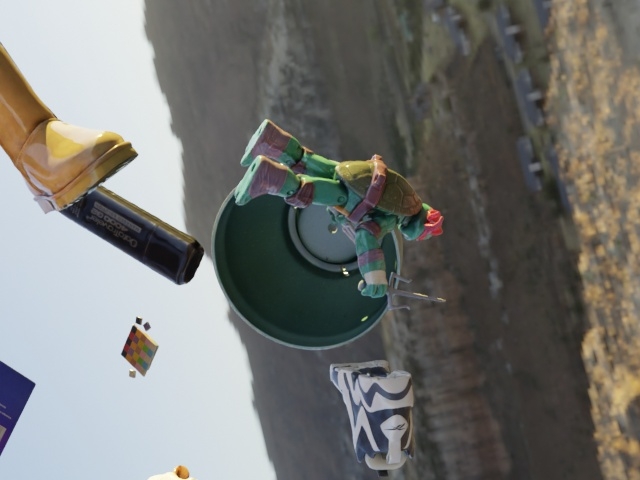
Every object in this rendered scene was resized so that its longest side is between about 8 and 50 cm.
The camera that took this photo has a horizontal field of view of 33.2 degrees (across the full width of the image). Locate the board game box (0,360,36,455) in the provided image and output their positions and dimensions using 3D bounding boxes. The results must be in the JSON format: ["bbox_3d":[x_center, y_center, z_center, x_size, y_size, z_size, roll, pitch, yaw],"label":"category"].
[{"bbox_3d":[-0.454,0.081,0.921,0.347,0.233,0.078,41,-127,-30],"label":"board game box"}]

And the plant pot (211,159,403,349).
[{"bbox_3d":[0.000,0.000,1.680,0.196,0.293,0.293,-47,-54,-67],"label":"plant pot"}]

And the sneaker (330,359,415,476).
[{"bbox_3d":[0.074,0.256,1.539,0.235,0.094,0.153,180,87,-70],"label":"sneaker"}]

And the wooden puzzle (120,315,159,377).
[{"bbox_3d":[-0.234,0.141,1.388,0.049,0.006,0.083,38,115,28],"label":"wooden puzzle"}]

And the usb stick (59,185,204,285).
[{"bbox_3d":[-0.297,-0.021,1.643,0.045,0.278,0.077,-6,-59,-62],"label":"usb stick"}]

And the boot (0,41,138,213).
[{"bbox_3d":[-0.325,-0.157,1.105,0.269,0.089,0.236,56,149,-13],"label":"boot"}]

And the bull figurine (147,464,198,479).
[{"bbox_3d":[-0.159,0.415,1.251,0.310,0.188,0.101,-67,-15,18],"label":"bull figurine"}]

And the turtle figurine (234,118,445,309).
[{"bbox_3d":[0.033,-0.032,1.082,0.118,0.234,0.175,-60,15,13],"label":"turtle figurine"}]
